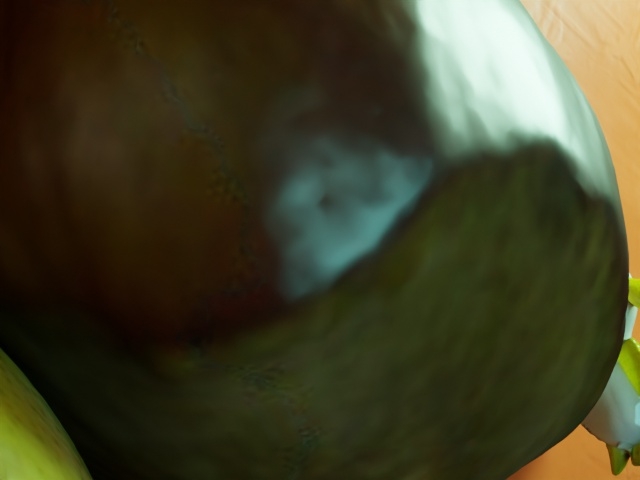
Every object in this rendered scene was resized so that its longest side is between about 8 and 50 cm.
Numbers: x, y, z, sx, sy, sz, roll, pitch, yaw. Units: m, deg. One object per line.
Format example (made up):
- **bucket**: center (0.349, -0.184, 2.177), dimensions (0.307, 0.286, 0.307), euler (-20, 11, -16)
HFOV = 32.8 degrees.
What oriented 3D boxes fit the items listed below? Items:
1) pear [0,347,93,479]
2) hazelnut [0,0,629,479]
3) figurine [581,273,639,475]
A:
- **pear**: center (-0.234, 0.163, 0.347), dimensions (0.418, 0.362, 0.362), euler (49, 61, -22)
- **hazelnut**: center (-0.020, -0.029, 0.548), dimensions (0.365, 0.365, 0.366), euler (-2, 92, -42)
- **figurine**: center (0.232, 0.104, 0.900), dimensions (0.109, 0.129, 0.178), euler (3, 89, -45)
